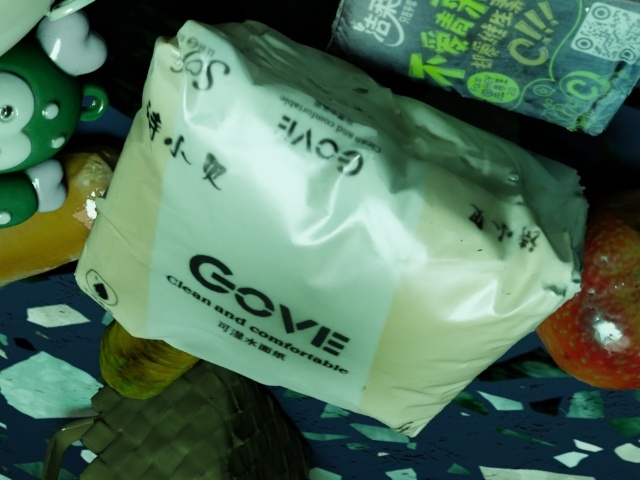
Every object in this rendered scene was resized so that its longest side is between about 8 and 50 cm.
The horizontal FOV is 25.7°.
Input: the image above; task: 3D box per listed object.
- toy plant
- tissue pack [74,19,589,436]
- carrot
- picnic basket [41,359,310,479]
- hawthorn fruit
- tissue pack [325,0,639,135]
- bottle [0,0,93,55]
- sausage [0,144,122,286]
[{"bbox_3d":[-0.298,-0.117,1.208,0.243,0.112,0.232,17,115,-37],"label":"toy plant"},{"bbox_3d":[0.000,0.000,1.181,0.376,0.195,0.390,22,144,-4],"label":"tissue pack"},{"bbox_3d":[-0.143,0.074,1.473,0.114,0.114,0.302,26,147,-16],"label":"carrot"},{"bbox_3d":[-0.193,0.301,1.674,0.321,0.254,0.291,-15,136,16],"label":"picnic basket"},{"bbox_3d":[0.264,0.047,1.239,0.179,0.179,0.200,21,161,-10],"label":"hawthorn fruit"},{"bbox_3d":[0.137,-0.176,1.050,0.235,0.073,0.173,17,147,-3],"label":"tissue pack"},{"bbox_3d":[-0.241,-0.217,1.041,0.236,0.147,0.147,-28,136,1],"label":"bottle"},{"bbox_3d":[-0.284,-0.021,1.396,0.274,0.105,0.105,-18,134,36],"label":"sausage"}]
